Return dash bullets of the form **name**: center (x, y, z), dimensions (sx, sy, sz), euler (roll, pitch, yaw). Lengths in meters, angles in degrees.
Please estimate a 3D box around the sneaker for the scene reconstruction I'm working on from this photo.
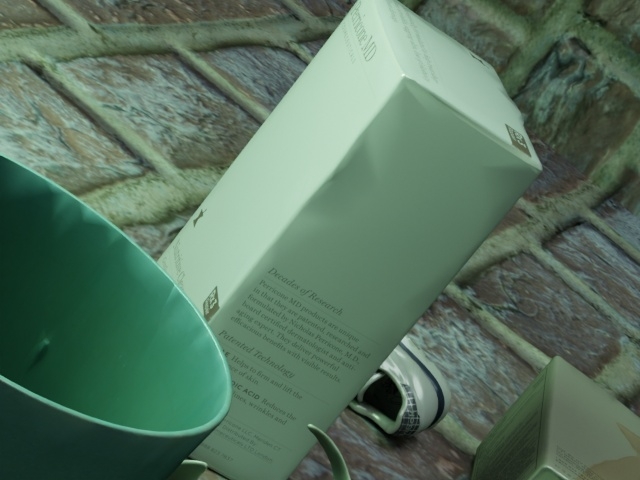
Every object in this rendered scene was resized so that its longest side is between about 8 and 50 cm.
- **sneaker**: center (0.027, 0.104, 1.955), dimensions (0.235, 0.090, 0.095), euler (42, 27, 21)

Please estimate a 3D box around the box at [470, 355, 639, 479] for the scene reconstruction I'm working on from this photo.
- **box**: center (0.225, 0.242, 1.870), dimensions (0.121, 0.148, 0.311), euler (37, 19, -2)

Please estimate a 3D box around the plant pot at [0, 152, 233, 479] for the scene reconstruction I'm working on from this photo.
- **plant pot**: center (-0.237, 0.106, 1.181), dimensions (0.293, 0.235, 0.293), euler (32, 17, -11)

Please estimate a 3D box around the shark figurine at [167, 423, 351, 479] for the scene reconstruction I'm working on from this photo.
- **shark figurine**: center (-0.074, 0.225, 1.351), dimensions (0.166, 0.278, 0.116), euler (58, 36, -43)

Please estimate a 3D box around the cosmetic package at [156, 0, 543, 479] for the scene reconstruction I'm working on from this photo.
- **cosmetic package**: center (0.000, 0.000, 1.654), dimensions (0.156, 0.385, 0.217), euler (30, 18, -20)
